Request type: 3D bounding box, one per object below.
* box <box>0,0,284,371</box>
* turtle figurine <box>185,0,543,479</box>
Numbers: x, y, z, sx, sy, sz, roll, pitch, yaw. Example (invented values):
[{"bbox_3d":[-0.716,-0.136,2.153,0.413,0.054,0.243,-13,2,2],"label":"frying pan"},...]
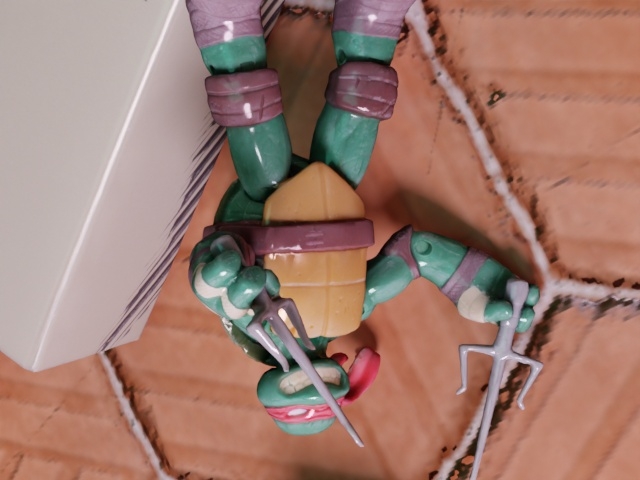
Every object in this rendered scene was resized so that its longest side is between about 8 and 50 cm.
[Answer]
[{"bbox_3d":[-0.103,-0.083,0.684,0.113,0.094,0.275,35,113,21],"label":"box"},{"bbox_3d":[0.000,0.000,0.606,0.118,0.175,0.234,-1,95,45],"label":"turtle figurine"}]
